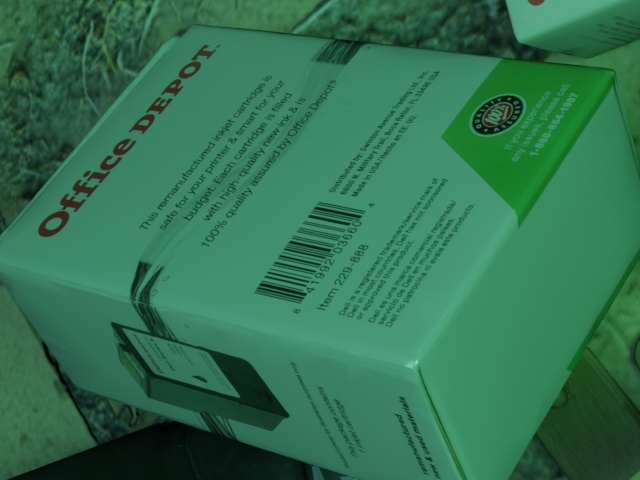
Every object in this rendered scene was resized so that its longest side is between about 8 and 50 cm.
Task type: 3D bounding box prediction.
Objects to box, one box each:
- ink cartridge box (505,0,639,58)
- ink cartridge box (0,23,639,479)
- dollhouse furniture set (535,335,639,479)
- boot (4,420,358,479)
[{"bbox_3d":[0.183,-0.196,0.789,0.203,0.086,0.148,-20,79,35],"label":"ink cartridge box"},{"bbox_3d":[0.000,0.000,0.845,0.289,0.211,0.121,12,143,37],"label":"ink cartridge box"},{"bbox_3d":[0.148,0.094,0.779,0.144,0.151,0.123,-47,64,25],"label":"dollhouse furniture set"},{"bbox_3d":[-0.105,0.296,0.964,0.445,0.146,0.367,-23,65,29],"label":"boot"}]
